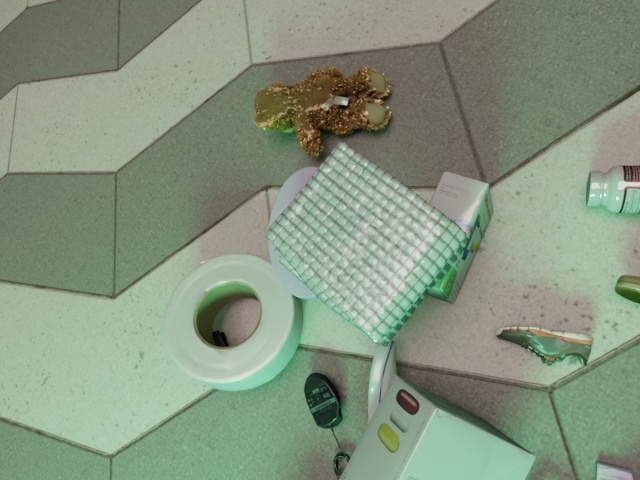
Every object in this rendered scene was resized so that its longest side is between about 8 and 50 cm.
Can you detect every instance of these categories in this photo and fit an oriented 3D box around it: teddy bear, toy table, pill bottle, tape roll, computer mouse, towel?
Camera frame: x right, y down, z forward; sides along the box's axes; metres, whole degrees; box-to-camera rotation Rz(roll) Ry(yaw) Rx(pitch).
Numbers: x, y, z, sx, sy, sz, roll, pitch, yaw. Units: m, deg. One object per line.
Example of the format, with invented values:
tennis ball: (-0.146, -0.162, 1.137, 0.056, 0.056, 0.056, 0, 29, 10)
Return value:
teddy bear: (0.009, -0.322, 1.110, 0.338, 0.113, 0.245, -19, 74, 9)
toy table: (0.000, 0.000, 0.966, 0.252, 0.161, 0.274, 2, 74, 24)
pill bottle: (0.557, -0.089, 0.797, 0.152, 0.086, 0.086, 5, 75, 24)
tape roll: (-0.186, 0.172, 0.983, 0.286, 0.100, 0.286, -4, 62, 8)
computer mouse: (0.034, 0.379, 0.903, 0.071, 0.041, 0.242, -31, 70, 21)
towel: (0.072, 0.005, 0.783, 0.284, 0.121, 0.235, 40, 94, 26)

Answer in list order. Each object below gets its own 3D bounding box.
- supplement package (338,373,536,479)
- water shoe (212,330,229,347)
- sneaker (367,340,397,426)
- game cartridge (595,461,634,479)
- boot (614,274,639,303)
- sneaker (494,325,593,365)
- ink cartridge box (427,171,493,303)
supplement package: (0.165, 0.390, 0.724, 0.204, 0.145, 0.261, 30, 85, -15)
water shoe: (-0.258, 0.244, 1.059, 0.203, 0.073, 0.080, 26, 66, 22)
sneaker: (0.138, 0.315, 0.853, 0.091, 0.094, 0.258, 2, 83, 14)
game cartridge: (0.466, 0.401, 0.717, 0.056, 0.017, 0.083, 5, 76, 21)
boot: (0.607, 0.032, 0.742, 0.213, 0.077, 0.165, 7, 77, 20)
sneaker: (0.389, 0.186, 0.797, 0.158, 0.061, 0.064, 4, 81, 25)
ink cartridge box: (0.244, -0.001, 0.864, 0.093, 0.154, 0.212, 21, 82, 27)
